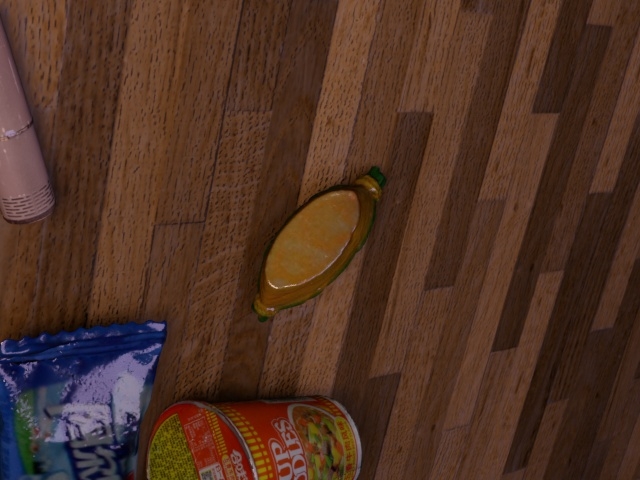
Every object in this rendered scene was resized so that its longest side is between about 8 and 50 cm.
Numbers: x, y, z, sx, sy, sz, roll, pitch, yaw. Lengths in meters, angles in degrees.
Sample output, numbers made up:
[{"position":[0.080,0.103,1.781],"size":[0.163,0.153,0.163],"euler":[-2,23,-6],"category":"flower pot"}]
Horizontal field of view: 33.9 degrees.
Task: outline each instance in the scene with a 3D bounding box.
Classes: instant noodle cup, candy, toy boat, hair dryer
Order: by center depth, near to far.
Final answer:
[{"position":[-0.348,-0.078,0.877],"size":[0.220,0.054,0.195],"euler":[-23,126,-23],"category":"hair dryer"},{"position":[-0.257,0.226,1.102],"size":[0.187,0.077,0.331],"euler":[-8,121,-36],"category":"candy"},{"position":[0.000,0.000,1.207],"size":[0.229,0.089,0.088],"euler":[-48,173,-8],"category":"toy boat"},{"position":[-0.067,0.263,1.233],"size":[0.212,0.193,0.193],"euler":[-5,116,-48],"category":"instant noodle cup"}]
